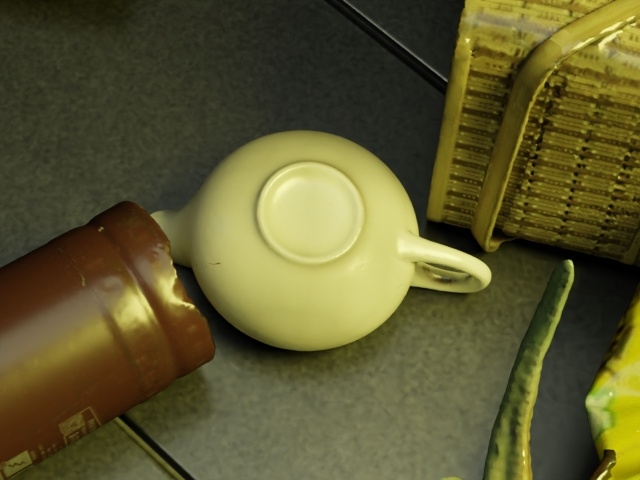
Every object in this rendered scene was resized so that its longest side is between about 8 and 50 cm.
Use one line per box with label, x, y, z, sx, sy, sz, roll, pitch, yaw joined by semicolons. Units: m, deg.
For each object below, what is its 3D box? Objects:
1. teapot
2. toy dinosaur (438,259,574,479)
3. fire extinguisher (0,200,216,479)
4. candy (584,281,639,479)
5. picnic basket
teapot;0.000;0.000;0.950;0.226;0.092;0.145;14;73;-2
toy dinosaur;0.074;0.186;0.785;0.092;0.393;0.205;14;23;-30
fire extinguisher;-0.227;0.102;0.854;0.337;0.135;0.114;-30;97;-17
candy;0.216;0.075;0.876;0.081;0.187;0.297;20;63;28
picnic basket;0.189;-0.158;0.970;0.175;0.228;0.313;13;61;6
